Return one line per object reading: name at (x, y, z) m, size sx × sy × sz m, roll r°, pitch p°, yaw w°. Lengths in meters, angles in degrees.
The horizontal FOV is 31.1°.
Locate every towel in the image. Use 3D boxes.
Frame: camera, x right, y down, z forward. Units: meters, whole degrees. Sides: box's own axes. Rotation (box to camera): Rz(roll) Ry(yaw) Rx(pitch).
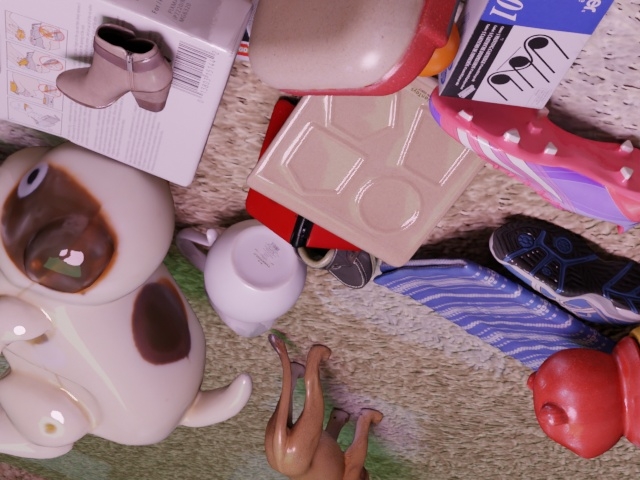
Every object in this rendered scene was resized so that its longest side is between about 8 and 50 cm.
towel at (0.246, 0.113, 1.377) m, size 0.336 × 0.040 × 0.243 m, roll 30°, pitch 166°, yaw -18°

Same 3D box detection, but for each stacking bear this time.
stacking bear at (0.369, 0.160, 1.221) m, size 0.288 × 0.175 × 0.164 m, roll -7°, pitch 116°, yaw 2°

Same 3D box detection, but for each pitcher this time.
pitcher at (-0.109, 0.032, 1.456) m, size 0.177 × 0.125 × 0.207 m, roll 39°, pitch 160°, yaw 0°

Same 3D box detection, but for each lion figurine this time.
lion figurine at (-0.009, 0.335, 1.782) m, size 0.142 × 0.240 × 0.392 m, roll -4°, pitch 143°, yaw 37°

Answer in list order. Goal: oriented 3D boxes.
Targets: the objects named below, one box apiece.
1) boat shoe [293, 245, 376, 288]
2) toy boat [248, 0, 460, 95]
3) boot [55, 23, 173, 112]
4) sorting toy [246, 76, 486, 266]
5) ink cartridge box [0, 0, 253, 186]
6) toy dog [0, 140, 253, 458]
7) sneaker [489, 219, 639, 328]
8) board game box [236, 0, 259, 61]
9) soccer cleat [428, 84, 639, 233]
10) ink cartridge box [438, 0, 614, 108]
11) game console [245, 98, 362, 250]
boat shoe at (0.001, 0.000, 1.359) m, size 0.080 × 0.073 × 0.223 m, roll 6°, pitch 148°, yaw 28°
toy boat at (0.047, -0.177, 0.925) m, size 0.151 × 0.151 × 0.231 m, roll 20°, pitch 175°, yaw -34°
boot at (-0.181, -0.152, 0.991) m, size 0.118 × 0.042 × 0.087 m, roll 11°, pitch 149°, yaw 10°
sorting toy at (0.056, -0.087, 1.148) m, size 0.193 × 0.038 × 0.208 m, roll 29°, pitch 121°, yaw -16°
ink cartridge box at (-0.218, -0.174, 1.088) m, size 0.261 × 0.066 × 0.296 m, roll 20°, pitch 156°, yaw -7°
toy dog at (-0.278, 0.063, 1.345) m, size 0.395 × 0.284 × 0.408 m, roll 24°, pitch 137°, yaw 19°
sneaker at (0.274, 0.047, 1.263) m, size 0.211 × 0.080 × 0.081 m, roll 26°, pitch 149°, yaw -10°
board game box at (-0.206, -0.262, 1.044) m, size 0.305 × 0.053 × 0.193 m, roll 12°, pitch 154°, yaw 15°
soccer cleat at (0.209, -0.074, 1.085) m, size 0.248 × 0.083 × 0.095 m, roll 19°, pitch 139°, yaw -8°
ink cartridge box at (0.170, -0.184, 0.933) m, size 0.097 × 0.046 × 0.207 m, roll 6°, pitch 153°, yaw -9°
game console at (0.002, -0.069, 1.230) m, size 0.124 × 0.085 × 0.144 m, roll 36°, pitch 123°, yaw 28°
